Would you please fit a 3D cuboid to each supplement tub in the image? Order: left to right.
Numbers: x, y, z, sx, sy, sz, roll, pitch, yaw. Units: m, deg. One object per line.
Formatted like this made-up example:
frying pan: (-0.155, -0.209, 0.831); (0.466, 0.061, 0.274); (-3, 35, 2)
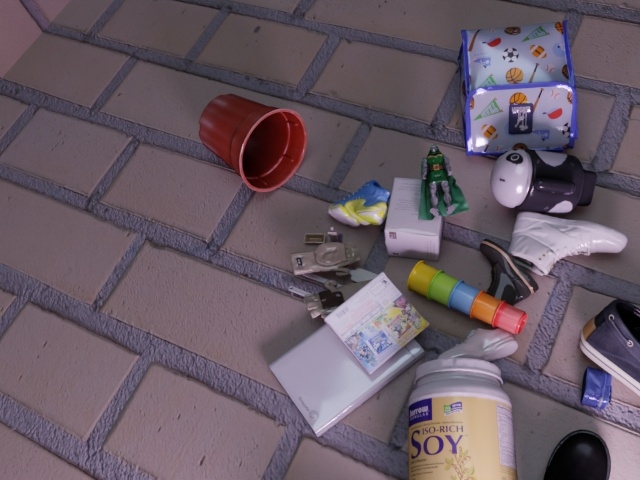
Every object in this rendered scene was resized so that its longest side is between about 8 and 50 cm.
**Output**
supplement tub: (0.321, 0.459, 1.498); (0.241, 0.241, 0.331); (-2, 60, 11)

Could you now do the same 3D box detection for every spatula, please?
spatula: (0.033, 0.125, 1.854); (0.242, 0.019, 0.168); (19, 60, 30)

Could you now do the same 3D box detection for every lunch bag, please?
lunch bag: (0.590, -0.445, 1.983); (0.328, 0.239, 0.385); (-2, 76, 10)
lunch bag: (0.670, 0.361, 1.583); (0.065, 0.067, 0.098); (10, 62, 17)

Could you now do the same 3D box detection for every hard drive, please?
hard drive: (0.067, 0.320, 1.746); (0.353, 0.047, 0.233); (-35, 59, -9)

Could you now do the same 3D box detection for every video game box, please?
video game box: (0.146, 0.215, 1.710); (0.205, 0.048, 0.187); (-37, 74, -11)

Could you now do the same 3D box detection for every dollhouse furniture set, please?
dollhouse furniture set: (0.000, 0.000, 1.926); (0.115, 0.081, 0.090); (1, 60, 13)

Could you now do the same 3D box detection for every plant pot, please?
plant pot: (-0.229, -0.331, 2.078); (0.265, 0.272, 0.272); (33, 71, 35)

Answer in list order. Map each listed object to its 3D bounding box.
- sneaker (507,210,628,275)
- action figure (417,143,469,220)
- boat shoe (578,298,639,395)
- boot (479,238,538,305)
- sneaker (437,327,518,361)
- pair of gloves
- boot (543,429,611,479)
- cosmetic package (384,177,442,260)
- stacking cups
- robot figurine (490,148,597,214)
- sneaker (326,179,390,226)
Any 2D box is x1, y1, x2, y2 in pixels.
sneaker: (0.655, 0.031, 1.765); (0.293, 0.108, 0.169); (12, 65, 29)
action figure: (0.322, -0.171, 1.798); (0.137, 0.063, 0.232); (-8, 56, 8)
boat shoe: (0.843, 0.313, 1.497); (0.500, 0.155, 0.187); (38, 38, 29)
boot: (0.471, 0.100, 1.778); (0.137, 0.077, 0.198); (-38, 59, -5)
sneaker: (0.395, 0.274, 1.698); (0.212, 0.080, 0.094); (-15, 46, -5)
pair of gloves: (0.037, 0.109, 1.821); (0.204, 0.042, 0.240); (-18, 54, -7)
boot: (0.534, 0.541, 1.392); (0.131, 0.260, 0.348); (24, 68, 23)
cosmetic package: (0.273, -0.060, 1.863); (0.152, 0.151, 0.183); (6, 62, 14)
stacking cups: (0.387, 0.159, 1.736); (0.316, 0.096, 0.096); (26, 69, 27)
robot figurine: (0.614, -0.166, 1.818); (0.278, 0.209, 0.173); (7, 64, -5)
sneaker: (0.122, -0.110, 1.916); (0.240, 0.091, 0.126); (9, 66, 51)
